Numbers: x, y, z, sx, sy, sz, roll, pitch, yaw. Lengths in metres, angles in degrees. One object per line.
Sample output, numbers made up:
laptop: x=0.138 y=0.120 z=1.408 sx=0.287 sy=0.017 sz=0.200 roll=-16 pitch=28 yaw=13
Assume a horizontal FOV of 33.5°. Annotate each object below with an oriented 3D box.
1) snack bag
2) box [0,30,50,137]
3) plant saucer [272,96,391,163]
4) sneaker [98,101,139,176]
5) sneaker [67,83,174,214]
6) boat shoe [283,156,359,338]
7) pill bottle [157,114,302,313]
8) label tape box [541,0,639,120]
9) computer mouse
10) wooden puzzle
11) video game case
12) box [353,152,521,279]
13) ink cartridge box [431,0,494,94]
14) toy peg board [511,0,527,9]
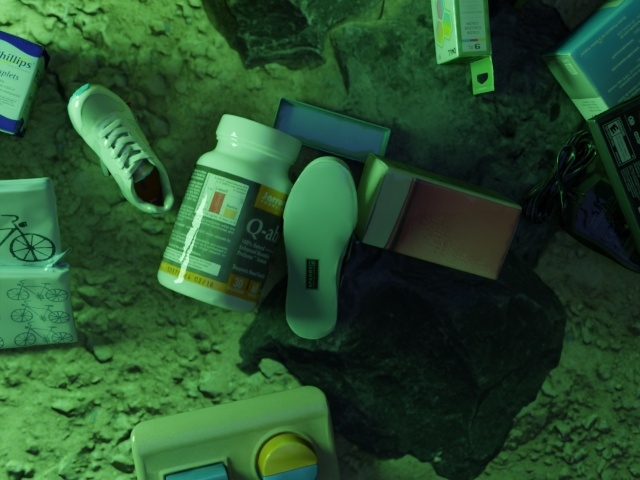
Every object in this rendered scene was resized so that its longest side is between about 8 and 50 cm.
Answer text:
snack bag: x=-0.518 y=0.043 z=1.518 sx=0.323 sy=0.037 sz=0.342 roll=-2 pitch=134 yaw=-11
box: x=-0.458 y=-0.228 z=1.575 sx=0.072 sy=0.126 sz=0.137 roll=18 pitch=89 yaw=-11
plant saucer: x=0.016 y=-0.175 z=1.732 sx=0.192 sy=0.018 sz=0.067 roll=15 pitch=90 yaw=-13
sneaker: x=-0.312 y=-0.159 z=1.651 sx=0.067 sy=0.042 sz=0.118 roll=-3 pitch=91 yaw=-8
sneaker: x=-0.289 y=-0.137 z=1.590 sx=0.087 sy=0.092 sz=0.229 roll=-40 pitch=126 yaw=-13
boat shoe: x=0.004 y=0.001 z=1.646 sx=0.113 sy=0.105 sz=0.306 roll=3 pitch=119 yaw=6
pill bottle: x=-0.134 y=-0.041 z=1.634 sx=0.162 sy=0.162 sz=0.278 roll=19 pitch=89 yaw=-12
label tape box: x=0.577 y=-0.254 z=1.798 sx=0.249 sy=0.115 sz=0.348 roll=-41 pitch=106 yaw=-7
computer mouse: x=0.492 y=-0.045 z=1.816 sx=0.272 sy=0.072 sz=0.188 roll=36 pitch=87 yaw=1
wooden puzzle: x=-0.116 y=0.434 z=1.701 sx=0.322 sy=0.080 sz=0.348 roll=-11 pitch=95 yaw=-11
video game case: x=0.593 y=-0.124 z=1.740 sx=0.248 sy=0.035 sz=0.275 roll=-27 pitch=101 yaw=-9
box: x=0.177 y=-0.040 z=1.697 sx=0.232 sy=0.148 sz=0.127 roll=15 pitch=101 yaw=-11
ink cartridge box: x=0.228 y=-0.341 z=1.721 sx=0.062 sy=0.109 sz=0.209 roll=-7 pitch=94 yaw=-11
toy peg board: x=0.311 y=-0.472 z=1.712 sx=0.079 sy=0.161 sz=0.161 roll=10 pitch=91 yaw=0
